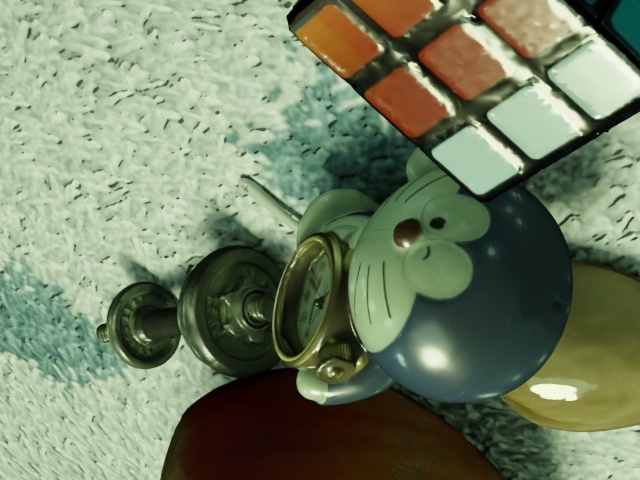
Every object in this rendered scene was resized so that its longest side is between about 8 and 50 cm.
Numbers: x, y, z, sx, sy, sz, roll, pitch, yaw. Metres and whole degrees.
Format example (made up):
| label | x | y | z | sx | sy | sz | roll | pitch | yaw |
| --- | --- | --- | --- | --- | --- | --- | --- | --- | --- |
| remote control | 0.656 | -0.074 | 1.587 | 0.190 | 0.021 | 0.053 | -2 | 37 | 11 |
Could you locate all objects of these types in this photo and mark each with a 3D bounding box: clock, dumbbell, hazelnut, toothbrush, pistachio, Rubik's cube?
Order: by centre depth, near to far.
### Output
| label | x | y | z | sx | sy | sz | roll | pitch | yaw |
| --- | --- | --- | --- | --- | --- | --- | --- | --- | --- |
| Rubik's cube | 0.108 | -0.148 | 0.813 | 0.160 | 0.162 | 0.163 | 41 | 141 | -13 |
| clock | 0.069 | 0.027 | 1.026 | 0.146 | 0.200 | 0.243 | 22 | 169 | -26 |
| pistachio | 0.196 | 0.079 | 1.077 | 0.185 | 0.126 | 0.108 | 11 | -178 | 20 |
| toothbrush | 0.000 | 0.000 | 1.187 | 0.162 | 0.017 | 0.014 | 39 | 138 | -5 |
| hazelnut | 0.004 | 0.307 | 1.269 | 0.359 | 0.359 | 0.409 | 20 | 142 | 14 |
| dumbbell | -0.121 | 0.068 | 1.283 | 0.254 | 0.110 | 0.110 | -10 | 128 | 50 |
